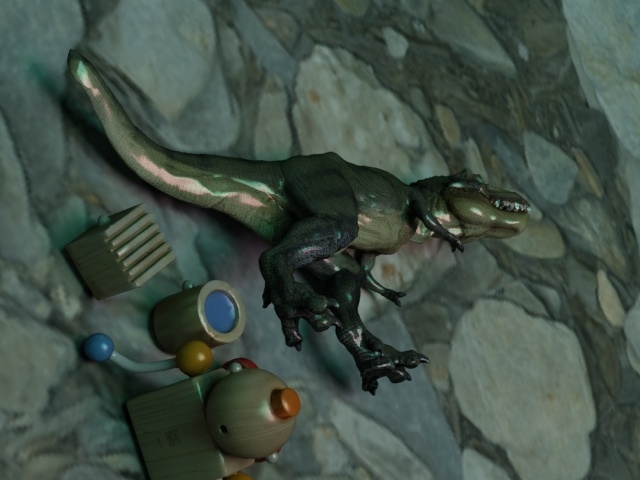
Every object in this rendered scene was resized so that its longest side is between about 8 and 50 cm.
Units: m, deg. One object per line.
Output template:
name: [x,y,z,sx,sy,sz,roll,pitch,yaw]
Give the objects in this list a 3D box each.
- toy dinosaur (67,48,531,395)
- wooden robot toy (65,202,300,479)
toy dinosaur: [0.000,0.000,0.702,0.268,0.064,0.118,13,51,-42]
wooden robot toy: [-0.035,0.062,0.626,0.076,0.079,0.173,-17,88,-48]
